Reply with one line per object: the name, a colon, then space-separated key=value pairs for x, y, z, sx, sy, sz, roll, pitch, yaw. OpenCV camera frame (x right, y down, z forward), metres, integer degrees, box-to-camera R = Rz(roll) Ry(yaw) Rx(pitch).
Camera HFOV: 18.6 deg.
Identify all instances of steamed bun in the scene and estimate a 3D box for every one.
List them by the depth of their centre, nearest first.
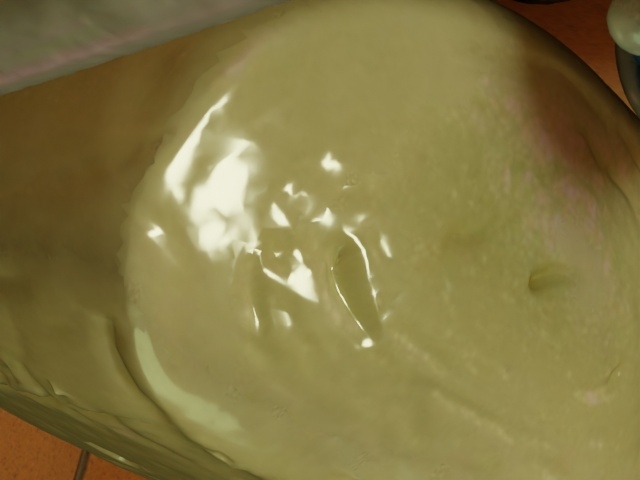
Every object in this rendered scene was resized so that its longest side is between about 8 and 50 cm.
steamed bun: x=0.000 y=0.000 z=1.016 sx=0.371 sy=0.290 sz=0.456 roll=14 pitch=164 yaw=44

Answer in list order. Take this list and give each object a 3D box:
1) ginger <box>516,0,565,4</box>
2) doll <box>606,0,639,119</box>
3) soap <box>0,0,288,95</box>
ginger: x=0.066 y=-0.149 z=0.867 sx=0.069 sy=0.051 sz=0.173 roll=3 pitch=166 yaw=36
doll: x=0.226 y=-0.073 z=0.833 sx=0.215 sy=0.161 sz=0.257 roll=4 pitch=-171 yaw=-13
soap: x=-0.008 y=-0.181 z=0.390 sx=0.302 sy=0.258 sz=0.159 roll=-9 pitch=140 yaw=42
